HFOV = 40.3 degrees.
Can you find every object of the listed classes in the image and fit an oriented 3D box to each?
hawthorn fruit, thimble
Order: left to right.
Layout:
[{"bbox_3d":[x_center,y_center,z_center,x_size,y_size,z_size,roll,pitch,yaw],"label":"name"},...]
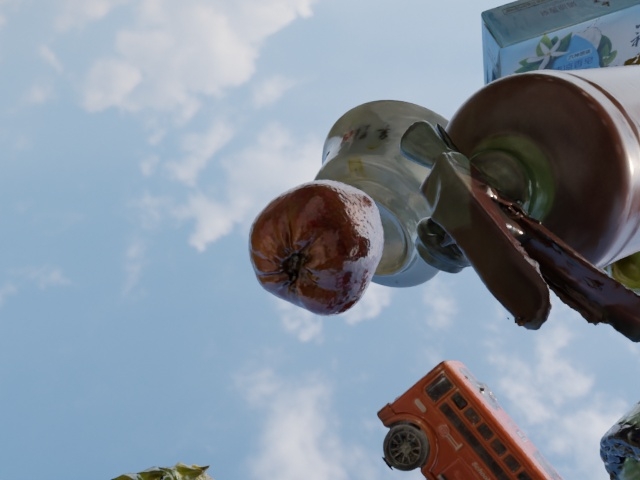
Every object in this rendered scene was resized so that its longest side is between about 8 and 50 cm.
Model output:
[{"bbox_3d":[0.000,0.000,0.873,0.132,0.133,0.138,-3,-160,29],"label":"hawthorn fruit"},{"bbox_3d":[0.589,0.369,1.443,0.150,0.237,0.237,-40,-140,-17],"label":"thimble"}]

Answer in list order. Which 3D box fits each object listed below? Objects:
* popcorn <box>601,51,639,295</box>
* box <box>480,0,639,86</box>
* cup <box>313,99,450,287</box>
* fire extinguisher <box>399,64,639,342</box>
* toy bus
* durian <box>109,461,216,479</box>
[{"bbox_3d":[0.373,-0.045,0.887,0.246,0.282,0.282,14,-128,10],"label":"popcorn"},{"bbox_3d":[0.339,-0.266,1.180,0.232,0.143,0.083,-16,-127,1],"label":"box"},{"bbox_3d":[0.116,-0.051,1.506,0.347,0.347,0.163,4,-143,35],"label":"cup"},{"bbox_3d":[0.157,-0.027,0.454,0.147,0.107,0.337,39,-145,28],"label":"fire extinguisher"},{"bbox_3d":[0.222,0.312,1.090,0.153,0.143,0.329,-43,-111,9],"label":"toy bus"},{"bbox_3d":[-0.138,0.237,0.642,0.154,0.260,0.186,43,-92,13],"label":"durian"}]
